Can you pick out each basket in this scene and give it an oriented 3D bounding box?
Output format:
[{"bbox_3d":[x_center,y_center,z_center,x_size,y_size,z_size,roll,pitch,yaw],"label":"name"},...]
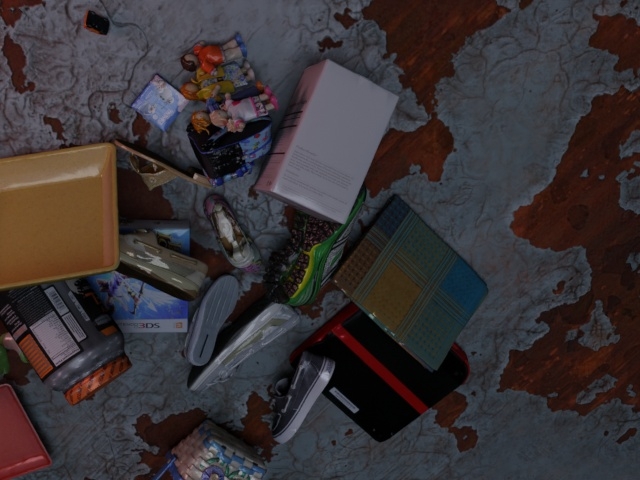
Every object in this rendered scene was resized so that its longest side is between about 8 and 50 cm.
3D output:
[{"bbox_3d":[-0.300,0.623,1.944,0.255,0.201,0.289,35,93,-22],"label":"basket"}]

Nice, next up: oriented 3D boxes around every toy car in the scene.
[{"bbox_3d":[-0.463,-0.478,1.557,0.041,0.060,0.122,3,98,35],"label":"toy car"}]

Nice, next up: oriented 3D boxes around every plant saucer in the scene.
[{"bbox_3d":[-0.823,0.478,1.876,0.258,0.047,0.259,-18,115,-2],"label":"plant saucer"},{"bbox_3d":[-0.570,-0.033,1.571,0.333,0.332,0.081,-9,146,-4],"label":"plant saucer"}]

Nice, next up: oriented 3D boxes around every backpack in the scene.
[{"bbox_3d":[-0.181,-0.209,1.651,0.173,0.158,0.117,-25,123,-12],"label":"backpack"}]

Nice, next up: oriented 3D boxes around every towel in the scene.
[{"bbox_3d":[0.225,0.106,1.866,0.370,0.040,0.271,42,76,-21],"label":"towel"}]

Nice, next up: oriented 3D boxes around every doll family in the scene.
[{"bbox_3d":[-0.200,-0.296,1.592,0.163,0.263,0.118,-23,150,-12],"label":"doll family"}]

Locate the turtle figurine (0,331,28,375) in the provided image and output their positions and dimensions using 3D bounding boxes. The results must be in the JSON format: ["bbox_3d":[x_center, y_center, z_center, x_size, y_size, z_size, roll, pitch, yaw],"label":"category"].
[{"bbox_3d":[-0.783,0.283,1.706,0.266,0.274,0.198,-2,159,18],"label":"turtle figurine"}]

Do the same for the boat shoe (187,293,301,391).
[{"bbox_3d":[-0.192,0.260,1.862,0.320,0.118,0.103,-44,108,2],"label":"boat shoe"}]

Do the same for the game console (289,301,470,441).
[{"bbox_3d":[0.164,0.318,1.987,0.342,0.060,0.386,-39,113,14],"label":"game console"}]

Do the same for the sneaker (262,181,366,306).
[{"bbox_3d":[0.000,0.000,1.799,0.343,0.134,0.146,-57,147,7],"label":"sneaker"}]

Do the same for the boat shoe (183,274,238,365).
[{"bbox_3d":[-0.272,0.182,1.828,0.083,0.076,0.226,32,78,-35],"label":"boat shoe"}]

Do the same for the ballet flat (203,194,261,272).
[{"bbox_3d":[-0.202,-0.003,1.768,0.077,0.079,0.221,-26,115,0],"label":"ballet flat"}]

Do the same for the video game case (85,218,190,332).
[{"bbox_3d":[-0.426,0.084,1.775,0.244,0.061,0.269,0,112,-11],"label":"video game case"}]

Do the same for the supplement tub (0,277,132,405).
[{"bbox_3d":[-0.555,0.183,1.652,0.194,0.193,0.316,-35,88,5],"label":"supplement tub"}]

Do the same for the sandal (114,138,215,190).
[{"bbox_3d":[-0.346,-0.140,1.680,0.240,0.088,0.079,20,102,-22],"label":"sandal"}]

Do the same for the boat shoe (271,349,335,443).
[{"bbox_3d":[-0.072,0.389,1.924,0.102,0.108,0.301,26,125,-7],"label":"boat shoe"}]

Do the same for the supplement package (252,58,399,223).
[{"bbox_3d":[0.008,-0.205,1.627,0.178,0.175,0.293,25,88,-18],"label":"supplement package"}]

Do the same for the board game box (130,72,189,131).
[{"bbox_3d":[-0.344,-0.296,1.652,0.090,0.020,0.090,37,102,-23],"label":"board game box"}]

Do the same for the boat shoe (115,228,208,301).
[{"bbox_3d":[-0.392,0.027,1.678,0.302,0.109,0.098,27,67,-9],"label":"boat shoe"}]
